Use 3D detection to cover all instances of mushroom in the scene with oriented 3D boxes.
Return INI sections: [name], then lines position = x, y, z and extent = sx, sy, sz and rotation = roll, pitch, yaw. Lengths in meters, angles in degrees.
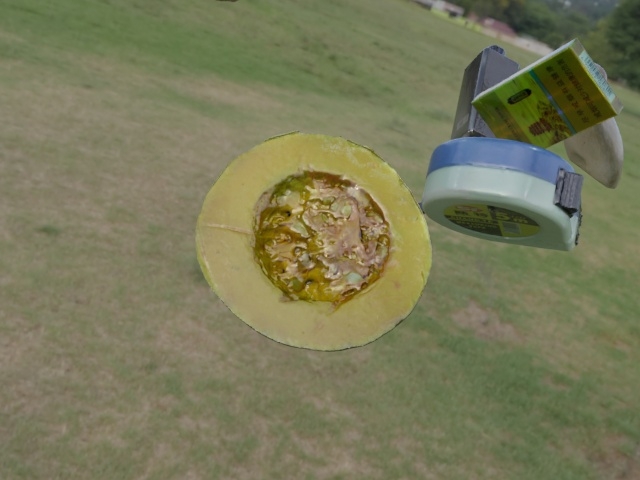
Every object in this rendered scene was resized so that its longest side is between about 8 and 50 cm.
[mushroom]
position = 0.624, -0.253, 1.850
extent = 0.128, 0.128, 0.350
rotation = 42, -16, 47

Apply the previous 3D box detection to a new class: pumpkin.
[pumpkin]
position = -0.004, 0.012, 0.771
extent = 0.218, 0.217, 0.110
rotation = 22, -22, 5

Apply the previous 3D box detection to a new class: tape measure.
[tape measure]
position = 0.182, -0.070, 1.117
extent = 0.352, 0.097, 0.215
rotation = 6, -16, 22

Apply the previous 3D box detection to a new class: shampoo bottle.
[shampoo bottle]
position = 0.295, -0.250, 1.436
extent = 0.079, 0.080, 0.246
rotation = 25, 58, -13

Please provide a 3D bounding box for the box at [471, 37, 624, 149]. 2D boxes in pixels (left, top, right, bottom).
[box]
position = 0.330, -0.201, 1.189
extent = 0.121, 0.193, 0.030
rotation = 52, 53, -10
